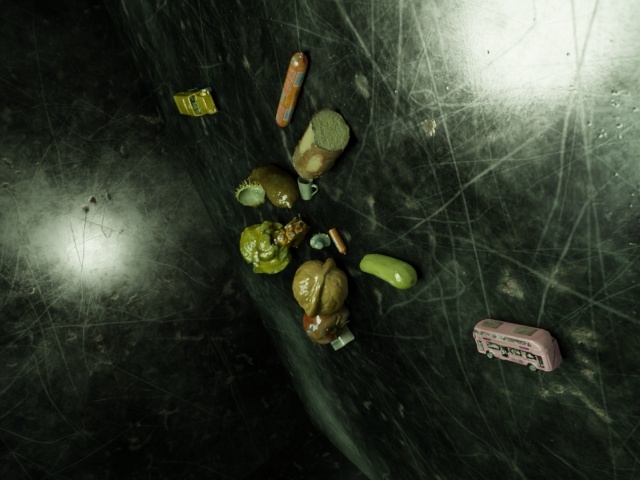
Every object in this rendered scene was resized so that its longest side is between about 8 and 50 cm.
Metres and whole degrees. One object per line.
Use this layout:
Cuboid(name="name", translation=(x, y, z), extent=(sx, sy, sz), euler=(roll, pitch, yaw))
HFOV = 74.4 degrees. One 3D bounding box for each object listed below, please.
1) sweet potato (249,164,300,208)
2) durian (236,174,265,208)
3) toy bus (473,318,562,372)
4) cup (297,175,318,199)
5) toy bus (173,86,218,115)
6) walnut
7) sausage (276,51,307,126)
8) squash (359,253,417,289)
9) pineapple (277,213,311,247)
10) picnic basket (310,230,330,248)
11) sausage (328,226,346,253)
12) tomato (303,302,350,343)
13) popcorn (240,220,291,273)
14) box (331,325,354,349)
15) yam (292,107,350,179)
Cuboid(name="sweet potato", translation=(-0.188, -0.232, 1.700), extent=(0.422, 0.130, 0.131), euler=(42, 151, 51))
Cuboid(name="durian", translation=(-0.334, -0.234, 2.051), extent=(0.139, 0.144, 0.252), euler=(34, 146, 8))
Cuboid(name="toy bus", translation=(0.455, 0.242, 0.990), extent=(0.203, 0.063, 0.090), euler=(-3, 111, 63))
Cuboid(name="cup", translation=(-0.043, -0.196, 1.560), extent=(0.083, 0.074, 0.054), euler=(85, -176, -50))
Cuboid(name="toy bus", translation=(-0.623, -0.688, 2.098), extent=(0.335, 0.123, 0.121), euler=(28, 141, 53))
Cuboid(name="walnut", translation=(-0.002, 0.186, 1.677), extent=(0.224, 0.257, 0.257), euler=(22, 148, 6))
Cuboid(name="sausage", translation=(-0.096, -0.466, 1.339), extent=(0.053, 0.053, 0.348), euler=(57, 157, 9))
Cuboid(name="squash", translation=(0.207, 0.091, 1.315), extent=(0.250, 0.083, 0.083), euler=(20, 134, 61))
Cuboid(name="pineapple", translation=(-0.102, -0.038, 1.754), extent=(0.079, 0.135, 0.233), euler=(37, -178, 4))
Cuboid(name="picnic basket", translation=(0.000, 0.000, 1.675), extent=(0.083, 0.083, 0.065), euler=(-64, -43, -62))
Cuboid(name="sausage", translation=(0.066, 0.004, 1.569), extent=(0.107, 0.031, 0.031), euler=(62, 157, -2))
Cuboid(name="tomato", translation=(0.007, 0.354, 1.837), extent=(0.180, 0.155, 0.214), euler=(34, 122, 32))
Cuboid(name="popcorn", translation=(-0.258, 0.023, 2.024), extent=(0.276, 0.226, 0.276), euler=(10, 146, 7))
Cuboid(name="box", translation=(0.045, 0.381, 1.991), extent=(0.259, 0.071, 0.168), euler=(55, 156, 13))
Cuboid(name="yam", translation=(-0.005, -0.280, 1.281), extent=(0.128, 0.129, 0.238), euler=(27, 159, -9))
